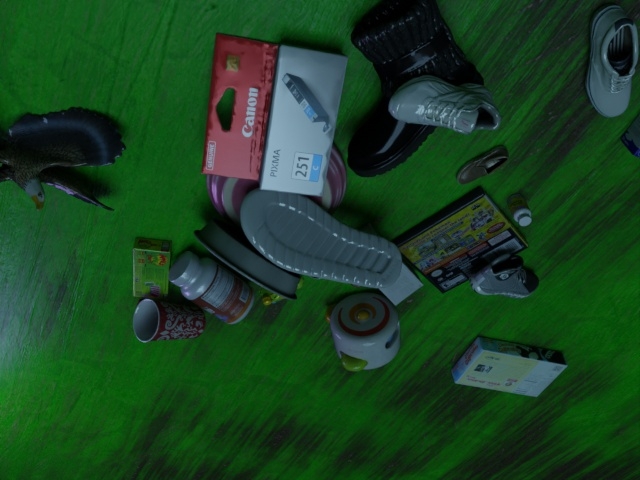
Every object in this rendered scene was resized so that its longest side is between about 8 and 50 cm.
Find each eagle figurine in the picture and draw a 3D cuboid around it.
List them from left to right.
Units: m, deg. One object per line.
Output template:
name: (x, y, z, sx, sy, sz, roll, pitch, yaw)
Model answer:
eagle figurine: (-0.597, -0.157, 1.307, 0.298, 0.225, 0.226, -11, -175, -35)

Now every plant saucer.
plant saucer: (-0.101, -0.121, 1.419, 0.332, 0.084, 0.332, -3, 133, -3)

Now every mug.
mug: (-0.413, 0.205, 1.666, 0.113, 0.150, 0.169, -40, 150, 27)

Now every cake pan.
cake pan: (-0.165, 0.039, 1.452, 0.293, 0.293, 0.054, 33, 92, -30)

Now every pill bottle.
pill bottle: (-0.287, 0.121, 1.600, 0.121, 0.121, 0.216, -34, 126, 24)
pill bottle: (0.496, -0.074, 1.509, 0.043, 0.083, 0.043, -3, 133, -3)

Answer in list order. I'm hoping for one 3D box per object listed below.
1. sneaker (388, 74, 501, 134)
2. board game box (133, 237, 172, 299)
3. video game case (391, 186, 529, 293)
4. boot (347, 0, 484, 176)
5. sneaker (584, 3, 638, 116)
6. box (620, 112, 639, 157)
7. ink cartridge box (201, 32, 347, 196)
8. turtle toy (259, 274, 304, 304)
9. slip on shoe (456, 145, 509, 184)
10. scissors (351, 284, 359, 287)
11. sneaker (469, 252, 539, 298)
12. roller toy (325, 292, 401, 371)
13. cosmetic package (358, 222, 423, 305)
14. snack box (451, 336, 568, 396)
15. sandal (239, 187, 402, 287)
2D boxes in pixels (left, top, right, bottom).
sneaker: (0.245, -0.249, 1.151, 0.232, 0.115, 0.090, -5, 130, -17)
board game box: (-0.442, 0.076, 1.598, 0.092, 0.043, 0.181, 6, 132, -11)
video game case: (0.371, 0.008, 1.609, 0.274, 0.035, 0.248, -33, 127, 24)
boot: (0.132, -0.311, 1.226, 0.348, 0.131, 0.260, -41, 131, 16)
sneaker: (0.604, -0.352, 1.257, 0.094, 0.091, 0.258, -19, 131, 13)
box: (0.786, -0.251, 1.378, 0.126, 0.072, 0.137, 11, 130, -15)
ink cartridge box: (-0.100, -0.251, 1.244, 0.261, 0.066, 0.296, 6, 110, -11)
turtle toy: (-0.107, 0.123, 1.646, 0.130, 0.095, 0.066, -22, 152, 16)
slip on shoe: (0.384, -0.171, 1.439, 0.135, 0.041, 0.051, -31, 128, 22)
scissors: (0.049, 0.037, 1.623, 0.109, 0.021, 0.297, -37, 124, 27)
sneaker: (0.524, 0.090, 1.629, 0.228, 0.086, 0.132, -1, 144, -26)
roller toy: (0.125, 0.246, 1.703, 0.191, 0.209, 0.146, -18, 132, -6)
cosmetic package: (0.165, 0.064, 1.609, 0.099, 0.060, 0.239, -36, 123, 13)
snack box: (0.615, 0.416, 1.986, 0.321, 0.060, 0.187, 13, 130, -16)
sandal: (-0.006, 0.014, 1.417, 0.416, 0.169, 0.102, 25, 168, -17)
